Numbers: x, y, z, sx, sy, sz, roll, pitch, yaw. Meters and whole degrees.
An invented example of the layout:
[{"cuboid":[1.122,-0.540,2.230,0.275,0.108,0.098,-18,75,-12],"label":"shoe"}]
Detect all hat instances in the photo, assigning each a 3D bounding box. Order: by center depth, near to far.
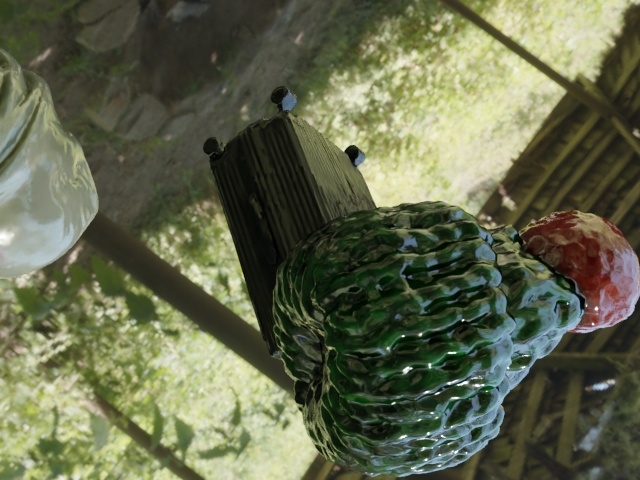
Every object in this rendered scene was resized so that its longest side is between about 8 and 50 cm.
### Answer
[{"cuboid":[0.137,0.076,0.670,0.332,0.242,0.274,-12,177,-13],"label":"hat"}]

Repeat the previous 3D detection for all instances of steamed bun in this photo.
[{"cuboid":[-0.473,-0.108,0.920,0.342,0.368,0.255,-53,173,-29],"label":"steamed bun"}]

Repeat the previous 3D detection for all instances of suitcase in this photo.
[{"cuboid":[0.000,0.000,0.989,0.152,0.335,0.230,-32,150,20],"label":"suitcase"}]
